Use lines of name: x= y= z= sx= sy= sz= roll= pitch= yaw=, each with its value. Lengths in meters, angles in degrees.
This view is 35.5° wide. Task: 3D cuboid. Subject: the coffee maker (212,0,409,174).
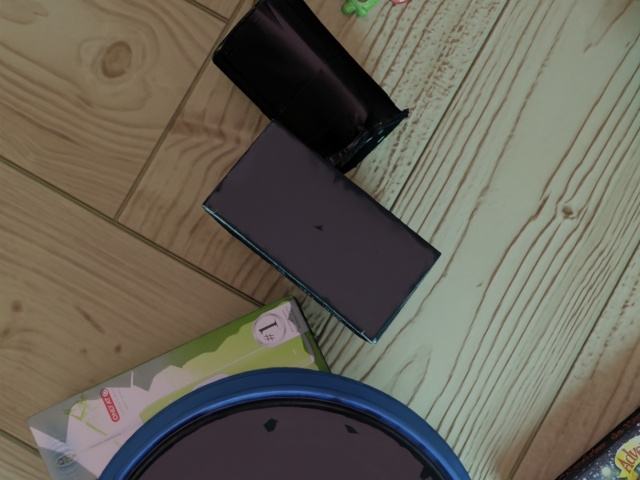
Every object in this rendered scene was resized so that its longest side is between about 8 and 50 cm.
coffee maker: x=-0.010 y=-0.159 z=0.996 sx=0.120 sy=0.171 sz=0.178 roll=-43 pitch=87 yaw=-2

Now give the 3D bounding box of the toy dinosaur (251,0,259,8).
toy dinosaur: x=-0.096 y=-0.333 z=1.069 sx=0.112 sy=0.064 sz=0.211 roll=-47 pitch=74 yaw=7

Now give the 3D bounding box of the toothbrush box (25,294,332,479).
toothbrush box: x=-0.110 y=0.204 z=0.997 sx=0.283 sy=0.122 sz=0.206 roll=-24 pitch=87 yaw=-1

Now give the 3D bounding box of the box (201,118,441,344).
box: x=0.000 y=0.000 z=0.941 sx=0.184 sy=0.261 sz=0.103 roll=36 pitch=87 yaw=1

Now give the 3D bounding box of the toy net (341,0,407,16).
toy net: x=0.111 y=-0.335 z=1.072 sx=0.232 sy=0.045 sz=0.122 roll=-25 pitch=86 yaw=-2

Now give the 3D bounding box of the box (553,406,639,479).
box: x=0.339 y=0.276 z=1.033 sx=0.233 sy=0.044 sz=0.159 roll=-40 pitch=88 yaw=-3

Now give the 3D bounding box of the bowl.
bowl: x=-0.031 y=0.310 z=0.888 sx=0.391 sy=0.077 sz=0.391 roll=0 pitch=85 yaw=-4
